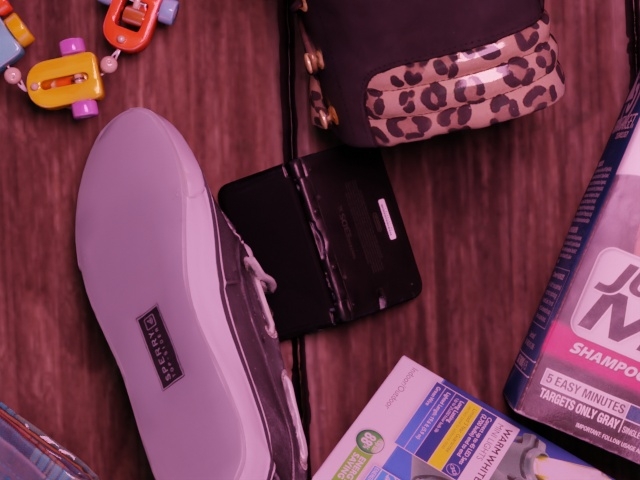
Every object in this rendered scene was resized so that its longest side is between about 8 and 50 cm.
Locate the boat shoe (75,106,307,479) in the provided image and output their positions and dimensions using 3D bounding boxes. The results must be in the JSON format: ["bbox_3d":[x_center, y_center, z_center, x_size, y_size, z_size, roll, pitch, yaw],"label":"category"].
[{"bbox_3d":[-0.080,0.049,1.014,0.113,0.105,0.306,-37,60,24],"label":"boat shoe"}]

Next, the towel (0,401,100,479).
[{"bbox_3d":[-0.368,0.247,1.072,0.271,0.040,0.370,36,93,3],"label":"towel"}]

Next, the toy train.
[{"bbox_3d":[-0.191,-0.154,1.054,0.166,0.046,0.125,15,87,2],"label":"toy train"}]

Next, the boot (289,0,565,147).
[{"bbox_3d":[-0.023,-0.207,0.967,0.377,0.138,0.284,-4,119,26],"label":"boot"}]

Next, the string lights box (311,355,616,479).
[{"bbox_3d":[0.128,0.203,0.970,0.260,0.076,0.133,29,48,12],"label":"string lights box"}]

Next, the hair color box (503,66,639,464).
[{"bbox_3d":[0.272,-0.013,0.997,0.174,0.105,0.347,22,92,2],"label":"hair color box"}]

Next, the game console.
[{"bbox_3d":[0.000,0.000,1.060,0.107,0.071,0.122,-18,91,-26],"label":"game console"}]
